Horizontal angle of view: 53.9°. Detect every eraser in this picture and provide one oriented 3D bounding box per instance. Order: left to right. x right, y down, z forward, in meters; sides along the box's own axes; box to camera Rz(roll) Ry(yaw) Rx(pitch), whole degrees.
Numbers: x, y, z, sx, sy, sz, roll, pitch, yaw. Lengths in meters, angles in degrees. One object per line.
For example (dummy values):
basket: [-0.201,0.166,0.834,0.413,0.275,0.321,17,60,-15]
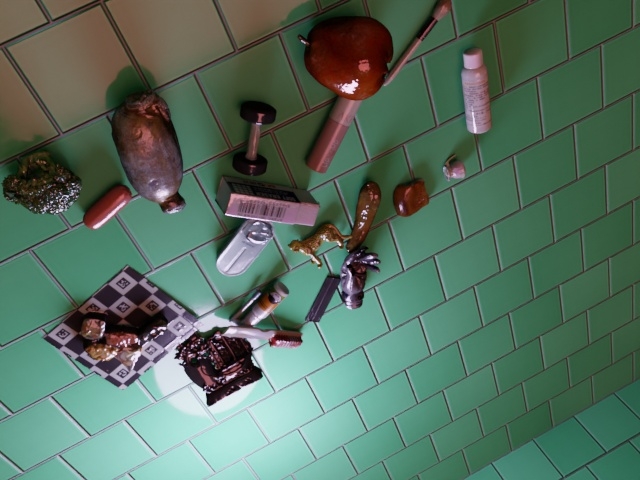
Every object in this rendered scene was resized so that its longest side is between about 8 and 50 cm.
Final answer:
eraser: [-0.156,-0.112,1.867,0.287,0.130,0.086,8,114,-27]

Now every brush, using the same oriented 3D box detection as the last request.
brush: [-0.191,0.335,2.162,0.321,0.050,0.060,14,133,-40]
brush: [0.274,-0.573,1.820,0.042,0.039,0.299,30,109,-32]

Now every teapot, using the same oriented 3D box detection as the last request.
teapot: [0.443,-0.241,2.100,0.064,0.064,0.083,-18,95,-4]

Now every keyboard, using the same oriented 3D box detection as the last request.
keyboard: [0.008,0.210,2.226,0.064,0.010,0.198,12,116,-32]

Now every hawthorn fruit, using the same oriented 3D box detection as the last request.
hawthorn fruit: [0.061,-0.496,1.670,0.261,0.224,0.224,15,116,-8]

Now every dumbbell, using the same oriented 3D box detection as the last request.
dumbbell: [-0.185,-0.284,1.757,0.100,0.100,0.191,0,121,-24]

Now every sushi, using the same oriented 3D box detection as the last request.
sushi: [-0.606,0.301,1.966,0.359,0.064,0.343,-40,125,4]

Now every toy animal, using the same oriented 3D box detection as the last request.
toy animal: [0.000,0.000,2.049,0.181,0.073,0.136,-38,121,7]

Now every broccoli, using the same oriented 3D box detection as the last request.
broccoli: [-0.701,-0.138,1.594,0.195,0.195,0.156,-29,94,-4]

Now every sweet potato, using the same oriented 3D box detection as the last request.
sweet potato: [0.141,-0.074,2.064,0.075,0.075,0.273,0,125,-24]

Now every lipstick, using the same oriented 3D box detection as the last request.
lipstick: [0.040,-0.323,1.851,0.070,0.070,0.254,15,114,-31]

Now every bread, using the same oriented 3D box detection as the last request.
bread: [0.308,-0.141,2.111,0.126,0.044,0.129,-26,125,-8]

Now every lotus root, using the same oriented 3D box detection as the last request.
lotus root: [-0.442,-0.223,1.637,0.175,0.175,0.349,-17,126,-14]

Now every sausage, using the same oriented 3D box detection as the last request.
sausage: [-0.584,-0.093,1.727,0.154,0.062,0.062,-41,128,5]

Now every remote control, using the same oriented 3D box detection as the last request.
remote control: [-0.234,0.014,1.936,0.104,0.052,0.247,27,120,-28]

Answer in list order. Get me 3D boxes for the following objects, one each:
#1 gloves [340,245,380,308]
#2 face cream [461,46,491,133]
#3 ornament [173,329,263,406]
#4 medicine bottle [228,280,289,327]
gloves: [0.121,0.126,2.150,0.142,0.119,0.285,-34,155,-42]
face cream: [0.483,-0.465,1.950,0.082,0.082,0.269,-23,128,-9]
ornament: [-0.349,0.406,2.144,0.251,0.106,0.260,-26,101,-9]
medicine bottle: [-0.208,0.221,2.106,0.092,0.061,0.220,36,109,-25]
